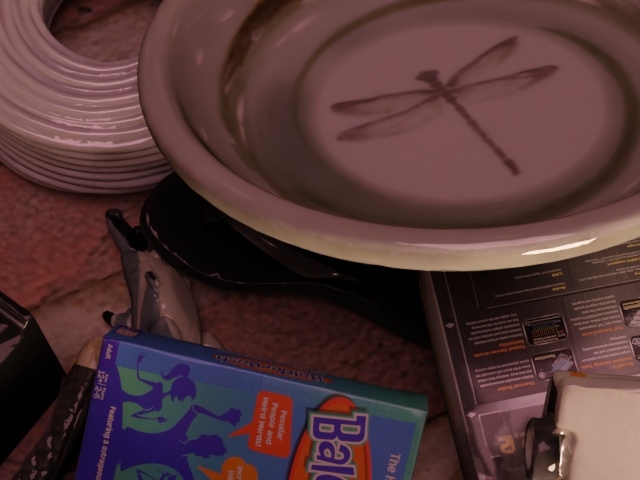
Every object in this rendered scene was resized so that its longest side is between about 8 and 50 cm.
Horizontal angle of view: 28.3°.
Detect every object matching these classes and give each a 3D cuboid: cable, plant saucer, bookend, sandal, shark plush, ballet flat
[{"bbox_3d":[-0.152,-0.161,0.947,0.257,0.089,0.257,7,69,0],"label":"cable"},{"bbox_3d":[0.088,-0.098,0.819,0.400,0.101,0.401,-4,43,4],"label":"plant saucer"},{"bbox_3d":[-0.245,0.110,0.804,0.072,0.156,0.157,35,72,10],"label":"bookend"},{"bbox_3d":[0.001,-0.001,0.895,0.254,0.054,0.097,17,63,-4],"label":"sandal"},{"bbox_3d":[-0.129,0.047,0.890,0.067,0.073,0.161,-31,76,18],"label":"shark plush"},{"bbox_3d":[-0.187,0.139,0.837,0.049,0.057,0.173,27,80,4],"label":"ballet flat"}]

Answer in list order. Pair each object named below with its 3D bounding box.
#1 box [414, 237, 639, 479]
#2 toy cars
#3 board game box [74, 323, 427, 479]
[{"bbox_3d":[0.188,0.054,0.812,0.231,0.056,0.183,-11,71,-4],"label":"box"},{"bbox_3d":[0.219,0.227,0.752,0.176,0.087,0.394,-35,106,11],"label":"toy cars"},{"bbox_3d":[-0.050,0.156,0.817,0.210,0.047,0.160,12,97,2],"label":"board game box"}]
